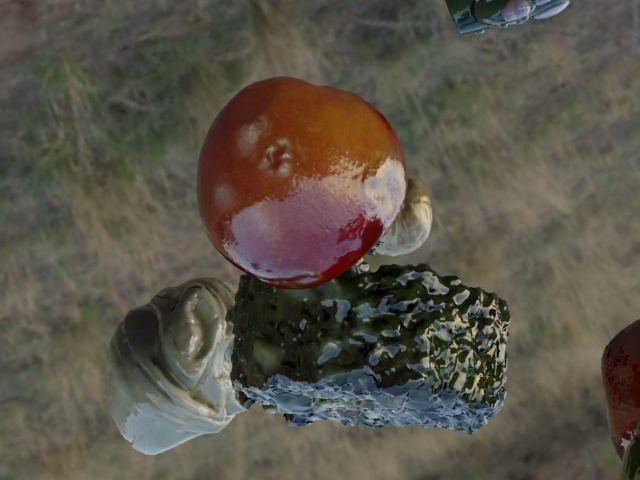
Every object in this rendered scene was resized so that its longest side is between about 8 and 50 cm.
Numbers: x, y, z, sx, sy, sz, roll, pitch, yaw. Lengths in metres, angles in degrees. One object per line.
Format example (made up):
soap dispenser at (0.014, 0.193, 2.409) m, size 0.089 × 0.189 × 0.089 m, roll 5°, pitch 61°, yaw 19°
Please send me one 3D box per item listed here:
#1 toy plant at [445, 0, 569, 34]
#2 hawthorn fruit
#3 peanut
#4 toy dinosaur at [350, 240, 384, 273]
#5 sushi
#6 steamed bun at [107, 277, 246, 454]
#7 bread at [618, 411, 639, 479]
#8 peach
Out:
toy plant at (0.300, -0.372, 1.765) m, size 0.243 × 0.113 × 0.232 m, roll -31°, pitch -158°, yaw -10°
hawthorn fruit at (0.449, 0.205, 1.504) m, size 0.215 × 0.250 × 0.215 m, roll 0°, pitch 138°, yaw 0°
peanut at (0.135, -0.043, 2.255) m, size 0.159 × 0.141 × 0.109 m, roll -16°, pitch 159°, yaw 43°
toy dinosaur at (0.000, 0.000, 1.854) m, size 0.179 × 0.187 × 0.087 m, roll -20°, pitch 155°, yaw -31°
sushi at (0.049, 0.132, 1.510) m, size 0.351 × 0.178 × 0.294 m, roll -4°, pitch 163°, yaw 33°
steamed bun at (-0.229, 0.183, 2.047) m, size 0.275 × 0.320 × 0.206 m, roll -10°, pitch 133°, yaw 22°
bread at (0.487, 0.252, 1.202) m, size 0.366 × 0.129 × 0.382 m, roll 15°, pitch 165°, yaw -6°
peach at (-0.021, -0.059, 1.360) m, size 0.243 × 0.243 × 0.199 m, roll -19°, pitch 161°, yaw -12°
